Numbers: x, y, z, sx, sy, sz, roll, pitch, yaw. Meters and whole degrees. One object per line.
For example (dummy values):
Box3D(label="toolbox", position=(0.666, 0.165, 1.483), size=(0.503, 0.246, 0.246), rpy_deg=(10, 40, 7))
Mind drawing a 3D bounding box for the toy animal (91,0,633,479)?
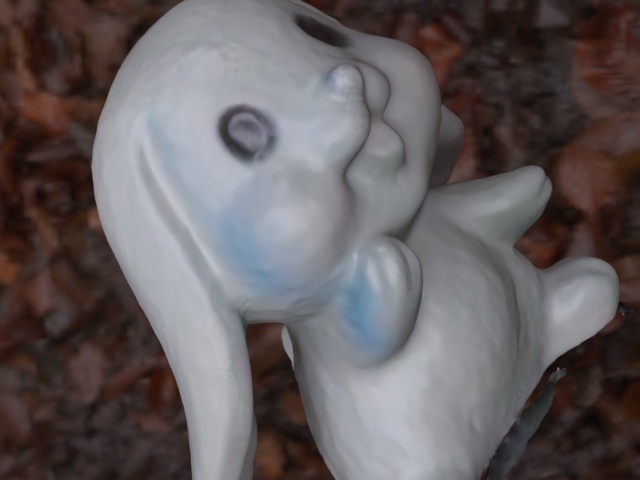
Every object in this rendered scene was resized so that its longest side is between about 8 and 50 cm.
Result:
Box3D(label="toy animal", position=(0.013, 0.003, 0.926), size=(0.174, 0.249, 0.289), rpy_deg=(-6, 104, 41))
